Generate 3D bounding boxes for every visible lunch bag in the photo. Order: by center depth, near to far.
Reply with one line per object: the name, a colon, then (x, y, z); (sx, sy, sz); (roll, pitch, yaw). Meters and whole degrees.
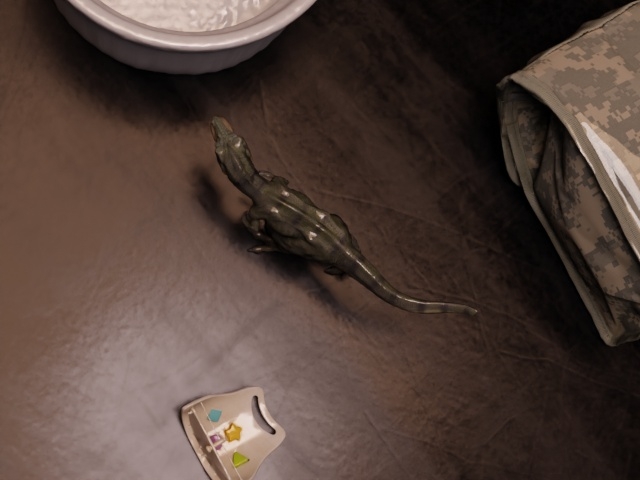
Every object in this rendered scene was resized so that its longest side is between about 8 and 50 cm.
lunch bag: (0.313, -0.079, 0.981); (0.235, 0.169, 0.287); (-30, 93, -15)

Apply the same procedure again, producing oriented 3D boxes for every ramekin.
ramekin: (-0.121, -0.278, 0.932); (0.277, 0.135, 0.277); (2, 81, -12)

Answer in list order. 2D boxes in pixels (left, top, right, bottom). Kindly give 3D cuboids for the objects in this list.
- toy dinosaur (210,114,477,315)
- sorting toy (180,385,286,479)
toy dinosaur: (0.000, 0.000, 0.922); (0.268, 0.118, 0.064); (35, 76, -6)
sorting toy: (-0.071, 0.164, 0.922); (0.075, 0.045, 0.083); (-27, 87, -23)
